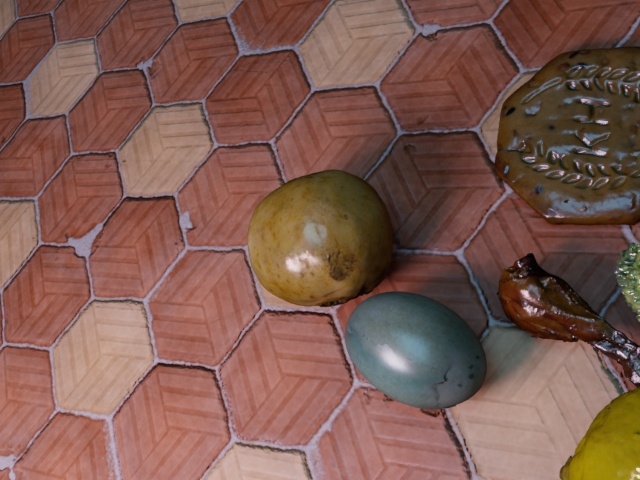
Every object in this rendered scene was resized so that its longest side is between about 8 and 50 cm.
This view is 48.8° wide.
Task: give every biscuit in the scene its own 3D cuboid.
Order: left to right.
[{"bbox_3d":[0.468,-0.183,1.201,0.359,0.046,0.358,-12,62,23],"label":"biscuit"}]

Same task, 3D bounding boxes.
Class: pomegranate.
[{"bbox_3d":[0.000,0.000,1.232,0.261,0.260,0.260,-11,62,22],"label":"pomegranate"}]

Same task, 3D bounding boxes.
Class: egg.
[{"bbox_3d":[0.147,0.171,1.114,0.237,0.169,0.169,24,79,35],"label":"egg"}]

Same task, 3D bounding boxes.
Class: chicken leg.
[{"bbox_3d":[0.391,0.128,1.049,0.093,0.113,0.304,-31,48,-32],"label":"chicken leg"}]

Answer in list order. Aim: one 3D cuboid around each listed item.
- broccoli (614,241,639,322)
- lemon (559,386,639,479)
[{"bbox_3d":[0.559,0.068,0.926,0.288,0.235,0.260,-23,18,-1],"label":"broccoli"},{"bbox_3d":[0.456,0.301,0.842,0.322,0.268,0.268,-13,62,20],"label":"lemon"}]
